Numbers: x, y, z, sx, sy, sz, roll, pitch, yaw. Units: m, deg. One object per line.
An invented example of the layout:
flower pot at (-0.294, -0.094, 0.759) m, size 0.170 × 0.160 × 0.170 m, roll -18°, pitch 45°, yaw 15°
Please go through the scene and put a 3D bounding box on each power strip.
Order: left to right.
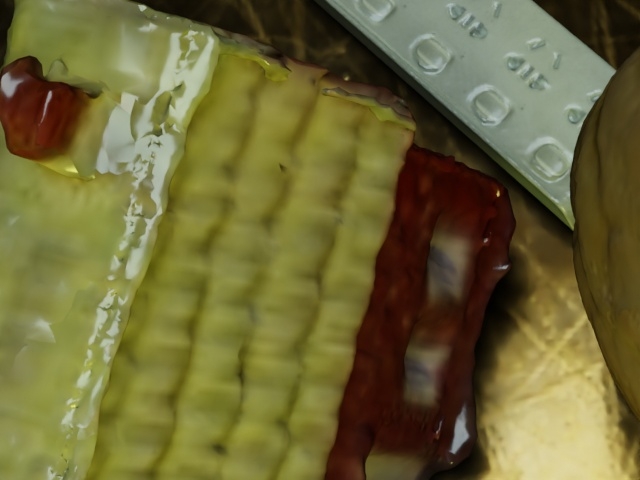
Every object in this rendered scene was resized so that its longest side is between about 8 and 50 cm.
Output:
power strip at (0.049, -0.098, 0.774) m, size 0.060 × 0.027 × 0.252 m, roll -44°, pitch 68°, yaw -6°

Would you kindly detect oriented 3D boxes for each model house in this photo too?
model house at (-0.055, 0.032, 0.614) m, size 0.160 × 0.254 × 0.196 m, roll 16°, pitch 86°, yaw 24°

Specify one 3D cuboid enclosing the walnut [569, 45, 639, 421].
walnut at (0.196, -0.001, 0.614) m, size 0.228 × 0.228 × 0.228 m, roll -4°, pitch 70°, yaw 11°
